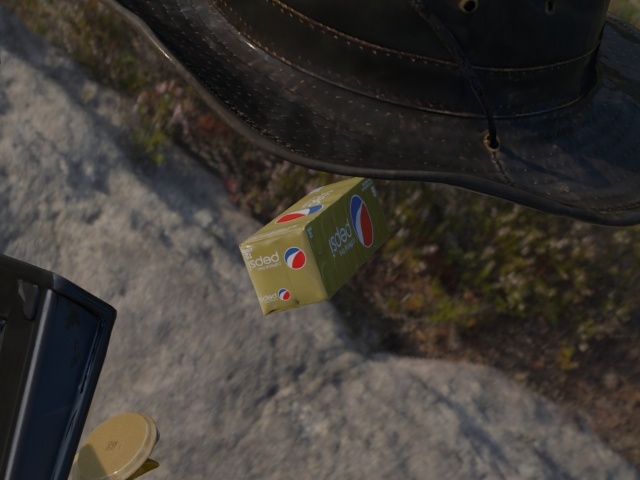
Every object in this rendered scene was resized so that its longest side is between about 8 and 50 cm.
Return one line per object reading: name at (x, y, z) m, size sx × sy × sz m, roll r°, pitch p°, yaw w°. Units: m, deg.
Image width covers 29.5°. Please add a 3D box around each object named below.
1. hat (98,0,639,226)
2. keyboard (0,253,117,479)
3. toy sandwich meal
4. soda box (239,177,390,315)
hat at (0.058, -0.149, 0.569) m, size 0.331 × 0.134 × 0.331 m, roll 16°, pitch 33°, yaw -11°
keyboard at (-0.176, 0.005, 0.436) m, size 0.033 × 0.317 × 0.201 m, roll 12°, pitch 91°, yaw -47°
toy sandwich meal at (-0.167, 0.180, 1.004) m, size 0.029 × 0.086 × 0.085 m, roll 58°, pitch 45°, yaw -35°
soda box at (0.000, 0.000, 0.988) m, size 0.061 × 0.058 × 0.181 m, roll 71°, pitch 23°, yaw -10°
